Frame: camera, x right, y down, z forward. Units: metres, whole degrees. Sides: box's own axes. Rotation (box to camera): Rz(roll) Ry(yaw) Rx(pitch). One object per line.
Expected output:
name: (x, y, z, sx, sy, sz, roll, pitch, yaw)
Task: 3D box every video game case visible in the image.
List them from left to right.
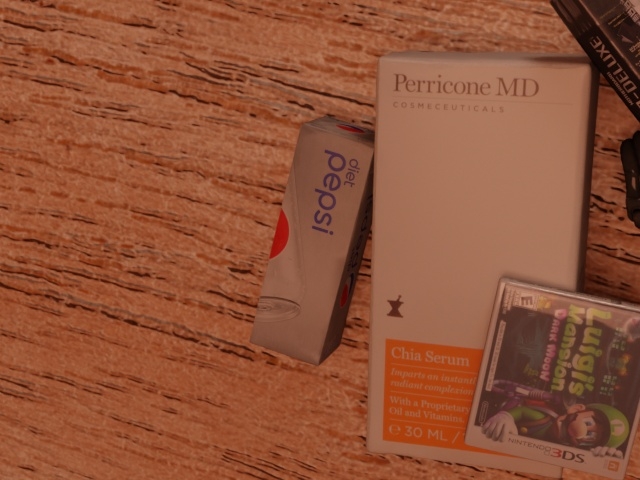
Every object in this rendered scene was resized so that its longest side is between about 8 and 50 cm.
video game case: (0.254, 0.146, 1.168, 0.173, 0.022, 0.190, 12, 104, 7)

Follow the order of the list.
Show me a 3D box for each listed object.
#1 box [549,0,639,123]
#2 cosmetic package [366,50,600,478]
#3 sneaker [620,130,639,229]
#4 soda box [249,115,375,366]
box: (0.424, -0.240, 1.101, 0.307, 0.076, 0.242, -38, 89, -2)
cosmetic package: (0.183, 0.018, 1.257, 0.230, 0.161, 0.453, 4, 103, 16)
sneaker: (0.420, -0.012, 1.187, 0.147, 0.104, 0.295, -27, 74, 26)
soda box: (0.000, 0.000, 1.348, 0.098, 0.091, 0.286, 19, 108, 13)
